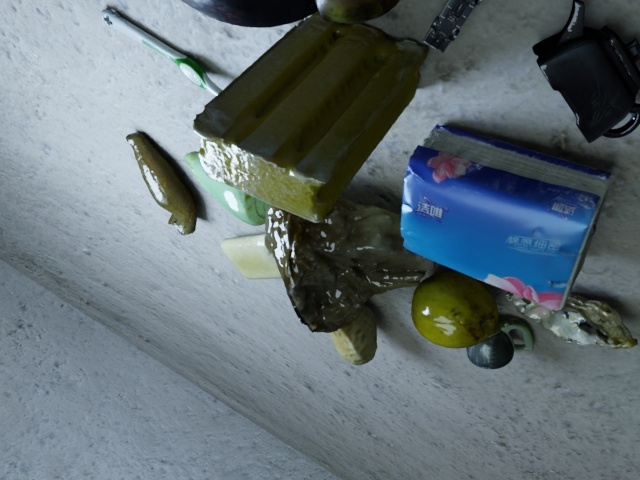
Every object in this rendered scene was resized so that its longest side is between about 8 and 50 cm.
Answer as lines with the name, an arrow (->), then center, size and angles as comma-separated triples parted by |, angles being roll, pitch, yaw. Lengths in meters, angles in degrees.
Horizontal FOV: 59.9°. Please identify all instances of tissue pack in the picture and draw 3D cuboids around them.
tissue pack -> 0.263, -0.034, 0.835 | 0.270, 0.137, 0.209 | 25, 140, 26

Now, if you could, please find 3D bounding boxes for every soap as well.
soap -> -0.004, -0.180, 0.747 | 0.199, 0.315, 0.091 | 22, 145, 17

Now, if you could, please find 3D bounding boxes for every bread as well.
bread -> -0.150, 0.039, 1.380 | 0.178, 0.060, 0.139 | -4, 132, 44

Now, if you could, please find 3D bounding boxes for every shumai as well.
shumai -> 0.057, 0.015, 1.078 | 0.283, 0.217, 0.346 | -23, 127, 4

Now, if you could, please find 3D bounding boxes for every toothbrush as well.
toothbrush -> -0.246, -0.318, 1.037 | 0.418, 0.040, 0.042 | 31, 149, 6

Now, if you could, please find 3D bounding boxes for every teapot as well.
teapot -> 0.325, -0.197, 0.651 | 0.096, 0.087, 0.177 | -31, 111, 30
teapot -> 0.354, 0.193, 1.123 | 0.092, 0.124, 0.091 | -124, 15, -56

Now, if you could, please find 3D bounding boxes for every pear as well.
pear -> 0.253, 0.135, 1.065 | 0.162, 0.149, 0.149 | 11, 140, 39

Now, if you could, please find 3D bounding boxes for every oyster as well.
oyster -> 0.428, 0.123, 0.975 | 0.133, 0.072, 0.209 | 45, 166, -25

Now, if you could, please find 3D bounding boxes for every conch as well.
conch -> -0.173, -0.110, 1.164 | 0.250, 0.143, 0.137 | 14, 101, 47

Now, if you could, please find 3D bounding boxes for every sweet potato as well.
sweet potato -> -0.384, -0.131, 1.354 | 0.112, 0.085, 0.286 | 5, 136, 45

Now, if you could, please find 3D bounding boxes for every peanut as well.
peanut -> 0.062, 0.172, 1.306 | 0.111, 0.125, 0.274 | 13, 136, 51

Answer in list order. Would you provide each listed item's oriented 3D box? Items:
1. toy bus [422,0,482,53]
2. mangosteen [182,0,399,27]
toy bus -> 0.174, -0.292, 0.686 | 0.037, 0.052, 0.130 | 31, 149, -2
mangosteen -> -0.053, -0.375, 0.563 | 0.330, 0.330, 0.330 | 23, 145, 18
